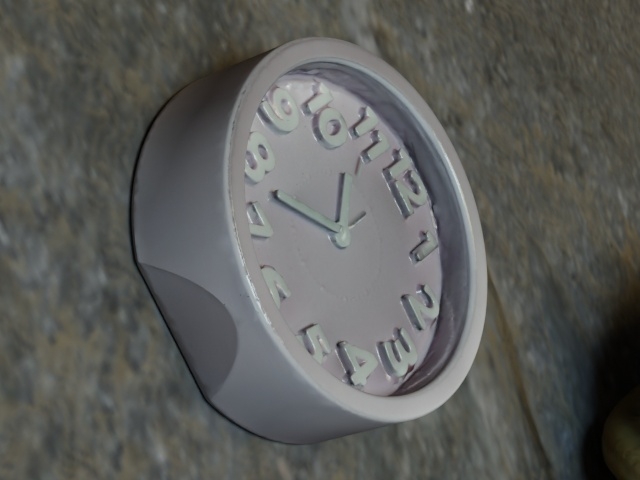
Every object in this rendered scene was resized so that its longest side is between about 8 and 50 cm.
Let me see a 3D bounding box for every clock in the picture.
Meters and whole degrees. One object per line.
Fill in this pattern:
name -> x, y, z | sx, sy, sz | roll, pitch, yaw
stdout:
clock -> 0.000, 0.000, 0.800 | 0.197, 0.068, 0.197 | 22, 60, -43

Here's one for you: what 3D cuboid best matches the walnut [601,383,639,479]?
walnut -> 0.314, 0.142, 0.964 | 0.285, 0.285, 0.296 | -14, 108, -51
